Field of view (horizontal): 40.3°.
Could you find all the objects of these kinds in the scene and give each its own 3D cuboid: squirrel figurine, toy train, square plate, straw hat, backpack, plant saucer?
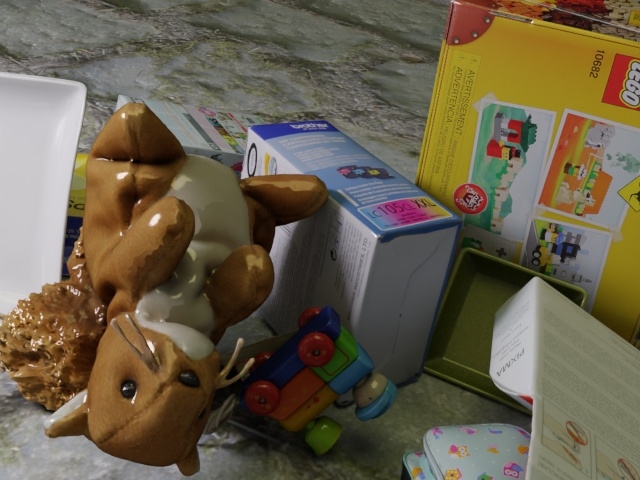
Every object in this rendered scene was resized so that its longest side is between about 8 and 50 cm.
[{"bbox_3d":[-0.210,0.098,1.051,0.281,0.397,0.371,25,53,-34],"label":"squirrel figurine"},{"bbox_3d":[-0.036,0.210,1.067,0.143,0.248,0.105,45,10,-12],"label":"toy train"},{"bbox_3d":[-0.520,-0.075,1.246,0.343,0.347,0.049,8,1,-1],"label":"square plate"},{"bbox_3d":[-0.079,0.169,1.158,0.144,0.144,0.061,-15,78,-33],"label":"straw hat"},{"bbox_3d":[0.193,0.287,0.955,0.188,0.144,0.166,3,25,-16],"label":"backpack"},{"bbox_3d":[0.258,0.128,1.238,0.188,0.188,0.045,21,-3,20],"label":"plant saucer"}]

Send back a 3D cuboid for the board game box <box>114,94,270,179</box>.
[{"bbox_3d":[-0.204,-0.166,1.598,0.303,0.098,0.224,4,28,-32],"label":"board game box"}]

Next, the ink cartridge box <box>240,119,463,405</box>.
[{"bbox_3d":[0.000,0.000,1.260,0.151,0.270,0.395,-10,35,-34],"label":"ink cartridge box"}]

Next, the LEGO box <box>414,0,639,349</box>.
[{"bbox_3d":[0.342,-0.095,1.276,0.372,0.500,0.193,17,32,14],"label":"LEGO box"}]

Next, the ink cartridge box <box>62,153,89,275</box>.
[{"bbox_3d":[-0.488,-0.061,1.448,0.303,0.072,0.307,6,29,-4],"label":"ink cartridge box"}]

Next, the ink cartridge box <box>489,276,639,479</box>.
[{"bbox_3d":[0.333,0.246,0.995,0.308,0.091,0.385,36,33,-6],"label":"ink cartridge box"}]
